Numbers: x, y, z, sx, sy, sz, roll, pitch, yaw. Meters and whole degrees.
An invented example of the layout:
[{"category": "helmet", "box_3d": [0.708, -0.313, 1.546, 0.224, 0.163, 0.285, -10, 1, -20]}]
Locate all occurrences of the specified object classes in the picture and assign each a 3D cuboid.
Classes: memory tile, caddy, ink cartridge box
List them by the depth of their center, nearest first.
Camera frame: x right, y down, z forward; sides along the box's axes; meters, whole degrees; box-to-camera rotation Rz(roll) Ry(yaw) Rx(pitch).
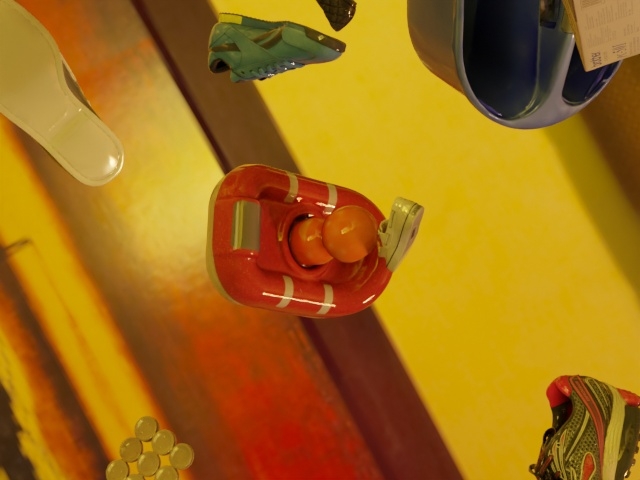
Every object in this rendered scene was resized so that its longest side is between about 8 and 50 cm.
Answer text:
[{"category": "ink cartridge box", "box_3d": [0.167, -0.184, 0.791, 0.207, 0.046, 0.097, 31, -138, -73]}, {"category": "caddy", "box_3d": [0.233, -0.294, 1.382, 0.179, 0.241, 0.341, -137, 38, -54]}, {"category": "memory tile", "box_3d": [-0.251, 0.331, 1.771, 0.113, 0.148, 0.012, 30, 175, 29]}]

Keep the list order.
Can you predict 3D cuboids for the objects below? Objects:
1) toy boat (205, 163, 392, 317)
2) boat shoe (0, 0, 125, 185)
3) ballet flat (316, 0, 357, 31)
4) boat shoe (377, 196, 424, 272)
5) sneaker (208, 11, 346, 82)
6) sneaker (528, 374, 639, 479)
[{"category": "toy boat", "box_3d": [0.000, 0.000, 1.323, 0.231, 0.151, 0.151, 12, -105, -44]}, {"category": "boat shoe", "box_3d": [-0.386, -0.206, 1.695, 0.319, 0.116, 0.099, 54, 170, -35]}, {"category": "ballet flat", "box_3d": [-0.028, -0.346, 1.684, 0.173, 0.049, 0.057, 38, -167, 8]}, {"category": "boat shoe", "box_3d": [0.075, -0.007, 1.252, 0.035, 0.035, 0.100, 32, 146, 13]}, {"category": "sneaker", "box_3d": [-0.054, -0.215, 1.470, 0.209, 0.082, 0.069, 15, 178, 43]}, {"category": "sneaker", "box_3d": [0.307, 0.308, 1.536, 0.121, 0.112, 0.299, 127, 163, -56]}]
